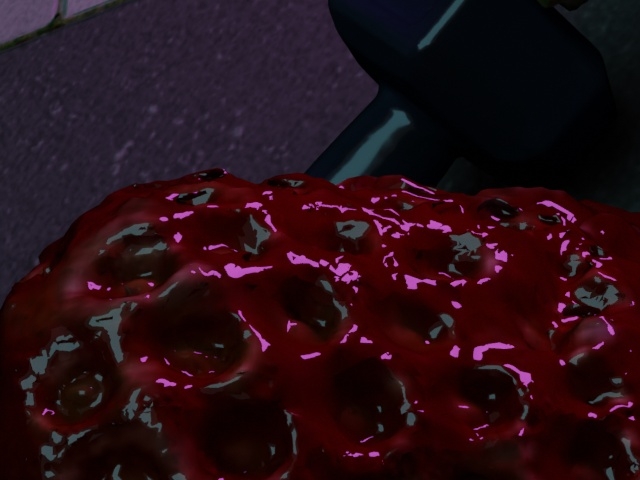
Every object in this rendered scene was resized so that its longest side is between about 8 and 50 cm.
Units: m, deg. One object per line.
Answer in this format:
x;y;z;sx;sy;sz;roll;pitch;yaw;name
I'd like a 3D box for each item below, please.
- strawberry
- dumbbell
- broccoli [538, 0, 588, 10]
0.038;0.099;0.703;0.295;0.345;0.317;3;64;45;strawberry
0.000;0.000;0.935;0.144;0.160;0.325;39;89;15;dumbbell
0.198;-0.230;0.849;0.260;0.288;0.235;-5;90;-6;broccoli
